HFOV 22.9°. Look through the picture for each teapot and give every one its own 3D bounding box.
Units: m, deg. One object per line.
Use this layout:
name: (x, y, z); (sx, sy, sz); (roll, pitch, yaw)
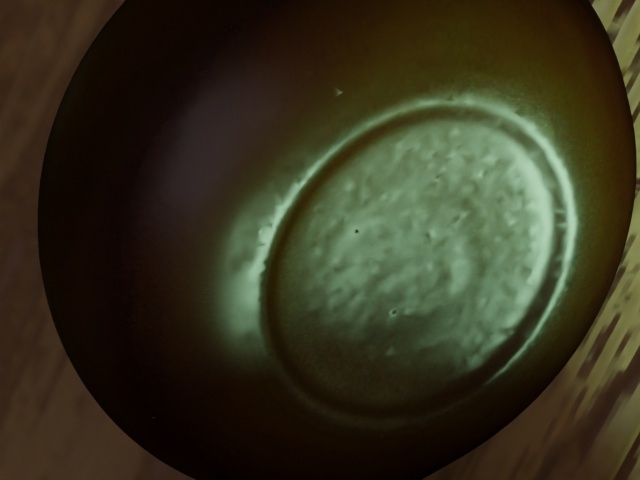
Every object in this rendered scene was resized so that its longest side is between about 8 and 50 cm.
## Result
teapot: (0.000, 0.000, 0.474); (0.178, 0.135, 0.252); (-10, 120, -20)
